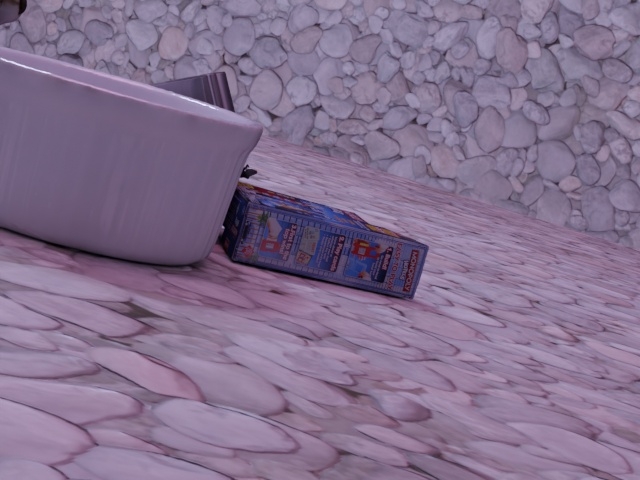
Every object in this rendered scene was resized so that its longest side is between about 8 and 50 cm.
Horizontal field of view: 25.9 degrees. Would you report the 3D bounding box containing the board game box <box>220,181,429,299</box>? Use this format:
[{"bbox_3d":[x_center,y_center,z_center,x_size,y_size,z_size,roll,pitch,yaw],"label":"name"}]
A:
[{"bbox_3d":[0.000,0.000,1.397,0.194,0.060,0.194,16,6,-11],"label":"board game box"}]

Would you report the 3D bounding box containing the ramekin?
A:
[{"bbox_3d":[-0.200,-0.075,1.219,0.277,0.135,0.277,16,7,-2],"label":"ramekin"}]

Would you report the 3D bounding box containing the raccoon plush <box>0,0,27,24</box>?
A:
[{"bbox_3d":[-0.613,-0.298,1.832,0.446,0.216,0.299,-14,0,-7],"label":"raccoon plush"}]

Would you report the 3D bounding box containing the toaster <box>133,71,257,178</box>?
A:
[{"bbox_3d":[-0.160,-0.107,1.432,0.186,0.110,0.168,-10,7,2],"label":"toaster"}]
